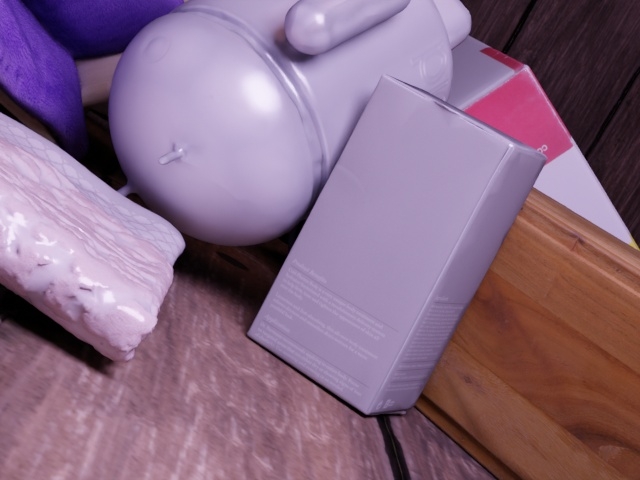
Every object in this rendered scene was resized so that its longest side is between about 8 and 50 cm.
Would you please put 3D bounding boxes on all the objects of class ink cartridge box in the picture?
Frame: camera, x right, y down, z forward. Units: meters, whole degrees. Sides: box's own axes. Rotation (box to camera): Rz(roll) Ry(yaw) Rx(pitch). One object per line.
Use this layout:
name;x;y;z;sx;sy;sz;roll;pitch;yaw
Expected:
ink cartridge box;0.209;0.002;1.556;0.385;0.160;0.279;55;1;-15

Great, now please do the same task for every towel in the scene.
towel;-0.237;-0.055;1.010;0.332;0.053;0.317;35;5;-4

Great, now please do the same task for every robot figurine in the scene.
robot figurine;-0.030;-0.127;1.259;0.200;0.353;0.300;49;-34;7

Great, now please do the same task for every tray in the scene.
tray;0.175;0.083;1.225;0.076;0.203;0.411;11;17;-38

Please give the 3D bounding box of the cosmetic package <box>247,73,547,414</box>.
cosmetic package;0.060;0.005;1.186;0.127;0.238;0.107;34;8;23

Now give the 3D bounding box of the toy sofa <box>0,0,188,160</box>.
toy sofa;-0.209;-0.205;1.228;0.362;0.150;0.177;55;21;-70

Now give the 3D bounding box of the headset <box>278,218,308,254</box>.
headset;0.000;0.000;1.578;0.394;0.185;0.243;44;6;-22

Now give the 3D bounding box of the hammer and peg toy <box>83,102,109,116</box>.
hammer and peg toy;-0.274;-0.210;1.570;0.266;0.127;0.361;45;10;28
